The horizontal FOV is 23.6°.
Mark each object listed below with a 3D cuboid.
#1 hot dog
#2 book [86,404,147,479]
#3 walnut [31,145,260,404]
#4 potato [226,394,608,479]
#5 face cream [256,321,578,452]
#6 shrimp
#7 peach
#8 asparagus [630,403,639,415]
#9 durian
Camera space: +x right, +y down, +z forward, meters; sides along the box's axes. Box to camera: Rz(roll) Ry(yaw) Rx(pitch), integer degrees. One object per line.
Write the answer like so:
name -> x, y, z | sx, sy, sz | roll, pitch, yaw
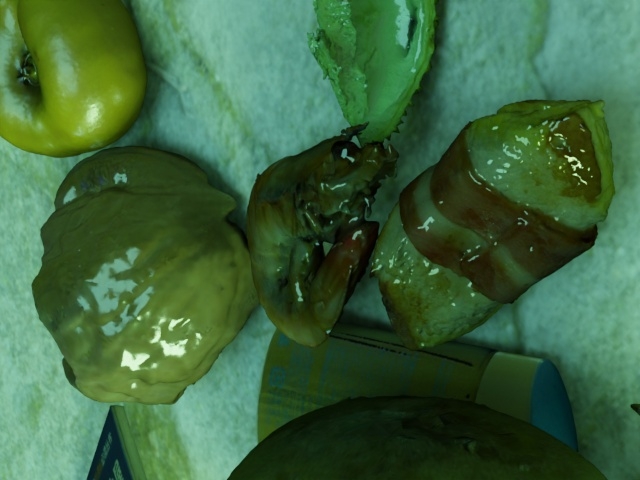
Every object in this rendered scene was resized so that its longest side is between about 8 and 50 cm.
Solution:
hot dog -> 0.127, -0.024, 1.089 | 0.123, 0.093, 0.261 | 40, 132, -9
book -> -0.172, 0.347, 1.421 | 0.322, 0.018, 0.228 | 65, 146, 37
walnut -> -0.160, 0.044, 1.327 | 0.204, 0.141, 0.238 | 8, 114, 33
potato -> 0.066, 0.204, 1.051 | 0.307, 0.210, 0.173 | 2, 114, 32
face cream -> 0.075, 0.145, 1.204 | 0.285, 0.067, 0.139 | 8, 93, 39
shrimp -> 0.000, 0.000, 1.162 | 0.287, 0.062, 0.152 | 149, 116, -67
peach -> -0.229, -0.157, 1.330 | 0.179, 0.103, 0.179 | 10, 107, 36
asparagus -> 0.287, 0.162, 1.077 | 0.163, 0.016, 0.016 | 37, 153, 24
durian -> 0.030, -0.171, 1.105 | 0.086, 0.100, 0.215 | 3, 122, 34
